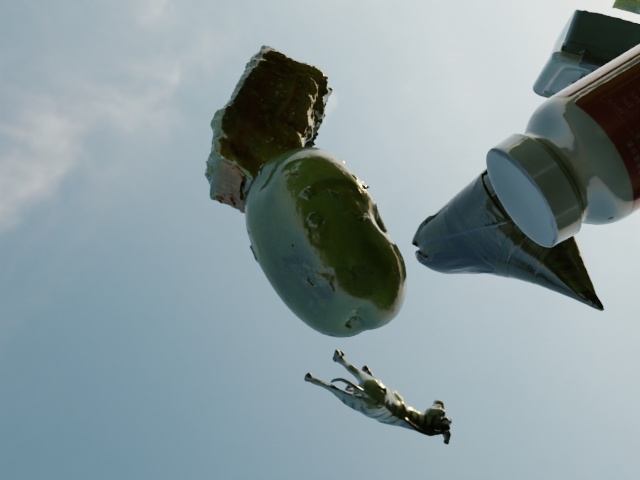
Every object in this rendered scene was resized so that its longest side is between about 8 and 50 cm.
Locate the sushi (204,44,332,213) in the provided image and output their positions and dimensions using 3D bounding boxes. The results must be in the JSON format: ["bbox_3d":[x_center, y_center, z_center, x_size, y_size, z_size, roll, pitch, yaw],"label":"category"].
[{"bbox_3d":[-0.073,-0.161,1.041,0.140,0.184,0.274,27,-112,-2],"label":"sushi"}]

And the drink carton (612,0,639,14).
[{"bbox_3d":[0.525,-0.340,1.020,0.200,0.074,0.084,23,-98,12],"label":"drink carton"}]

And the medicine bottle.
[{"bbox_3d":[0.287,-0.101,0.665,0.250,0.131,0.131,-32,-92,-4],"label":"medicine bottle"}]

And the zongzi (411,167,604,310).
[{"bbox_3d":[0.297,0.037,1.168,0.139,0.286,0.299,5,-126,-37],"label":"zongzi"}]

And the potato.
[{"bbox_3d":[0.000,0.000,0.851,0.149,0.186,0.253,-32,-126,-14],"label":"potato"}]

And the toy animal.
[{"bbox_3d":[0.097,0.246,1.117,0.217,0.176,0.073,30,-94,-49],"label":"toy animal"}]

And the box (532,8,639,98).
[{"bbox_3d":[0.499,-0.324,1.343,0.162,0.227,0.129,17,-94,7],"label":"box"}]
